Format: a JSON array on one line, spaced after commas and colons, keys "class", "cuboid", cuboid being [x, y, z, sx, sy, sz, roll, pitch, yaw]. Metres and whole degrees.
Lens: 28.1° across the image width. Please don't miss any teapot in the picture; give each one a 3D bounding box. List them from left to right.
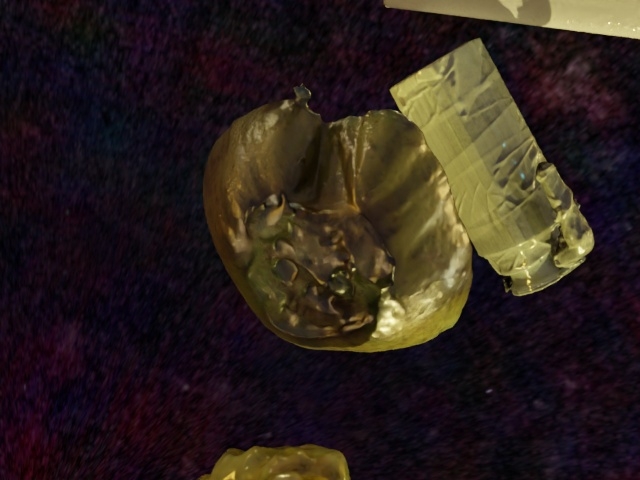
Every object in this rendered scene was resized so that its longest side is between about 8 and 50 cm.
[{"class": "teapot", "cuboid": [0.146, -0.058, 1.010, 0.077, 0.107, 0.200, -33, 97, -30]}]

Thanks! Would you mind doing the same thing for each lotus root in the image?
[{"class": "lotus root", "cuboid": [0.002, 0.004, 0.865, 0.203, 0.183, 0.078, 60, 29, -14]}]

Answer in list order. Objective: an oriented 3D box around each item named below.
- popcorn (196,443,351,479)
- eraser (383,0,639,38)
[{"class": "popcorn", "cuboid": [-0.023, 0.241, 0.780, 0.181, 0.235, 0.217, -34, 98, -48]}, {"class": "eraser", "cuboid": [0.193, -0.258, 1.020, 0.270, 0.095, 0.174, 9, 105, 11]}]
